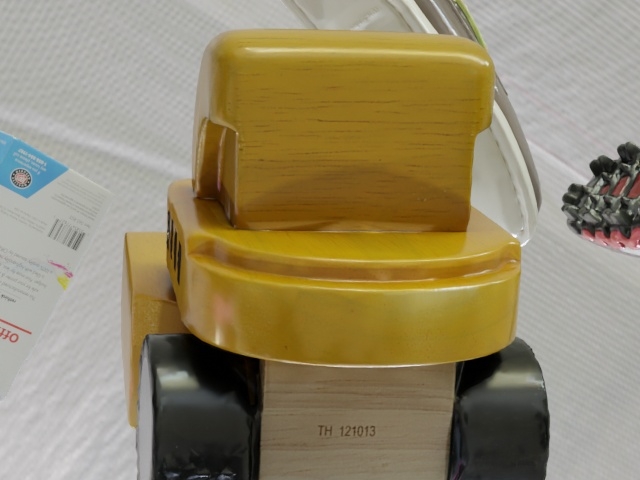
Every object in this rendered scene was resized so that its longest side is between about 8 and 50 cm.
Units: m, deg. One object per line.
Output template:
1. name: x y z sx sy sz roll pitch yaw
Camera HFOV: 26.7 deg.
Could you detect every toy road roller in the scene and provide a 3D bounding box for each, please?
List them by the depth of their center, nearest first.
1. toy road roller: 0.000 0.000 0.738 0.203 0.329 0.240 1 -76 -11

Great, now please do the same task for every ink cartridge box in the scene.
1. ink cartridge box: -0.246 0.018 1.007 0.104 0.062 0.181 33 -97 -43

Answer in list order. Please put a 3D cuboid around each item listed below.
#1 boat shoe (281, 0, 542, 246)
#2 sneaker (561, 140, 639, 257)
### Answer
1. boat shoe: 0.080 -0.139 1.058 0.117 0.096 0.324 -25 -72 43
2. sneaker: 0.300 -0.010 0.990 0.135 0.276 0.097 44 -115 -28
